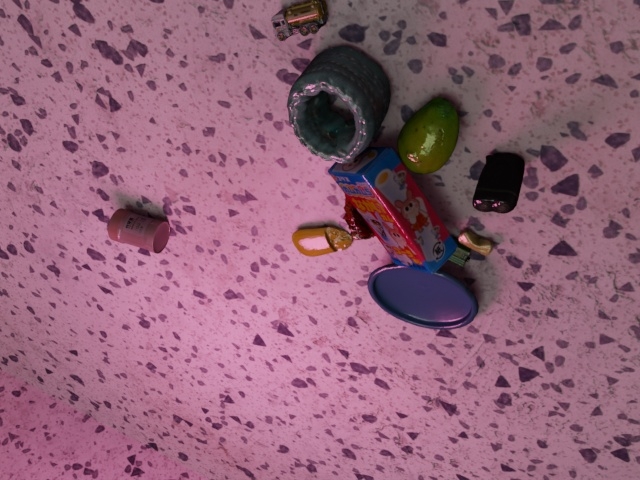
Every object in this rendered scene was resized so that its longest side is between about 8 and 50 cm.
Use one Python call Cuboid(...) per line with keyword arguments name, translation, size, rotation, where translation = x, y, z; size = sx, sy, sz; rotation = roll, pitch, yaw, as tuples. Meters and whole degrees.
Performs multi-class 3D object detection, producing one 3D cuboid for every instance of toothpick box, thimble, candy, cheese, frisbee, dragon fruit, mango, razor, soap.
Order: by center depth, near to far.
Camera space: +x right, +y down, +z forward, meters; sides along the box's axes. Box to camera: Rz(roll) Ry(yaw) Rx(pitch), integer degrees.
Cuboid(name="razor", translation=(0.370, -0.121, 1.578), size=(0.090, 0.148, 0.054), rotation=(7, 140, 23))
Cuboid(name="mango", translation=(0.226, -0.216, 1.605), size=(0.119, 0.100, 0.178), rotation=(29, 131, 6))
Cuboid(name="thimble", translation=(0.041, -0.277, 1.619), size=(0.199, 0.143, 0.235), rotation=(5, 134, 27))
Cuboid(name="candy", translation=(0.164, -0.071, 1.731), size=(0.306, 0.100, 0.157), rotation=(53, 162, -25))
Cuboid(name="cheese", translation=(0.363, 0.002, 1.785), size=(0.083, 0.030, 0.044), rotation=(28, 144, 12))
Cuboid(name="dragon fruit", translation=(0.088, -0.056, 1.832), size=(0.083, 0.106, 0.162), rotation=(-10, 125, 39))
Cuboid(name="frisbee", translation=(0.261, 0.132, 1.944), size=(0.290, 0.049, 0.289), rotation=(15, 147, 10))
Cuboid(name="soap", translation=(0.000, 0.000, 1.988), size=(0.169, 0.033, 0.089), rotation=(-12, 126, 36))
Cuboid(name="toothpick box", translation=(-0.522, -0.027, 2.210), size=(0.149, 0.098, 0.098), rotation=(16, 136, 15))

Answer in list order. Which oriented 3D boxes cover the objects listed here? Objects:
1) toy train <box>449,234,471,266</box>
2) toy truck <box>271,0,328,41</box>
Cuboid(name="toy train", translation=(0.316, 0.021, 1.826), size=(0.093, 0.038, 0.056), rotation=(27, 132, 5))
Cuboid(name="toy truck", translation=(-0.041, -0.453, 1.566), size=(0.123, 0.052, 0.062), rotation=(-4, 123, 31))
